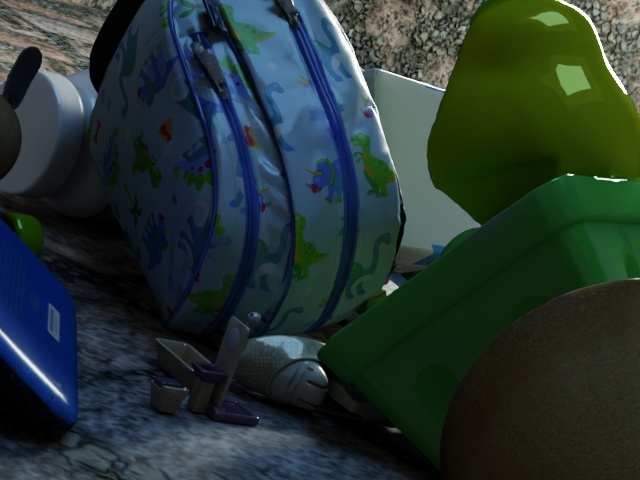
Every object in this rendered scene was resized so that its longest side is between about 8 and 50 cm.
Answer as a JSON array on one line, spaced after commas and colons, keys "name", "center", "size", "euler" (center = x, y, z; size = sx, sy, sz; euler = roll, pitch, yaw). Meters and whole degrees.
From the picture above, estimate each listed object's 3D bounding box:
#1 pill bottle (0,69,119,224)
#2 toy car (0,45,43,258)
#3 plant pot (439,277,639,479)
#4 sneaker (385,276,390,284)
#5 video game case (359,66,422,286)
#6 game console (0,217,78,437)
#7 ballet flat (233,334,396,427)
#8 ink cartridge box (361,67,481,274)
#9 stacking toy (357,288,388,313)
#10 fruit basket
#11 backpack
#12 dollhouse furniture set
[{"name": "pill bottle", "center": [-0.202, -0.091, 1.715], "size": [0.264, 0.153, 0.153], "euler": [9, 15, -45]}, {"name": "toy car", "center": [-0.302, -0.082, 1.378], "size": [0.155, 0.188, 0.149], "euler": [9, 15, -47]}, {"name": "plant pot", "center": [0.200, 0.185, 0.935], "size": [0.237, 0.237, 0.254], "euler": [18, 25, -13]}, {"name": "sneaker", "center": [0.000, 0.000, 1.809], "size": [0.170, 0.075, 0.063], "euler": [19, -4, -1]}, {"name": "video game case", "center": [0.060, -0.067, 1.795], "size": [0.285, 0.204, 0.025], "euler": [39, 46, 2]}, {"name": "game console", "center": [-0.310, 0.046, 1.158], "size": [0.250, 0.173, 0.293], "euler": [49, 3, -16]}, {"name": "ballet flat", "center": [0.007, 0.113, 1.327], "size": [0.168, 0.057, 0.052], "euler": [13, 22, -30]}, {"name": "ink cartridge box", "center": [0.017, -0.053, 1.650], "size": [0.232, 0.168, 0.171], "euler": [-10, -12, 39]}, {"name": "stacking toy", "center": [0.089, 0.081, 1.652], "size": [0.167, 0.052, 0.221], "euler": [24, 10, 21]}, {"name": "fruit basket", "center": [0.166, -0.005, 1.366], "size": [0.392, 0.283, 0.392], "euler": [41, 26, -25]}, {"name": "backpack", "center": [-0.070, -0.079, 1.463], "size": [0.273, 0.290, 0.355], "euler": [-20, 69, -41]}, {"name": "dollhouse furniture set", "center": [-0.097, 0.074, 1.252], "size": [0.091, 0.081, 0.114], "euler": [12, 13, -36]}]
